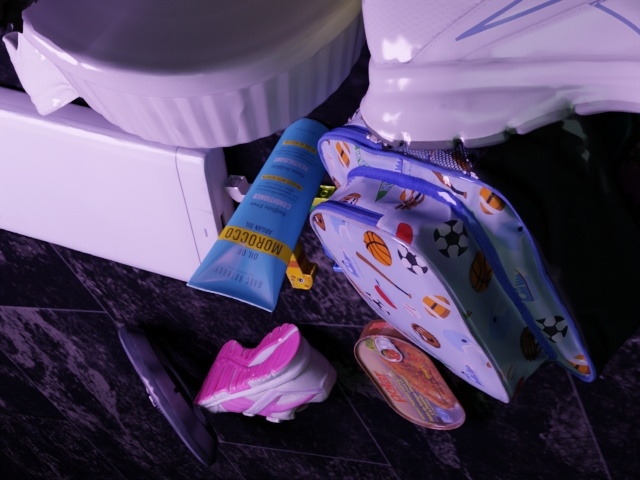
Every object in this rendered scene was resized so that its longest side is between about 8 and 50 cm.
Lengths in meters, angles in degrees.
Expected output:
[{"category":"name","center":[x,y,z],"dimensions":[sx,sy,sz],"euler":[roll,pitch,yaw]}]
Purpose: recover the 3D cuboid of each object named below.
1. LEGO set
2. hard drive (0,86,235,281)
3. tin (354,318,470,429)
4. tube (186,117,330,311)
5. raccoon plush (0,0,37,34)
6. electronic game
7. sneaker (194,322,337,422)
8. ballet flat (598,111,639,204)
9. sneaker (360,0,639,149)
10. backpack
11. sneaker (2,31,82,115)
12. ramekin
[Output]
[{"category":"LEGO set","center":[0.000,0.000,1.034],"dimensions":[0.227,0.087,0.093],"euler":[7,140,28]},{"category":"hard drive","center":[-0.267,-0.063,1.158],"dimensions":[0.352,0.047,0.233],"euler":[15,143,17]},{"category":"tin","center":[0.114,0.164,1.215],"dimensions":[0.106,0.040,0.190],"euler":[-7,133,33]},{"category":"tube","center":[-0.044,-0.025,0.924],"dimensions":[0.080,0.207,0.052],"euler":[14,144,14]},{"category":"raccoon plush","center":[-0.254,-0.260,0.567],"dimensions":[0.299,0.446,0.216],"euler":[38,158,27]},{"category":"electronic game","center":[-0.211,0.214,1.384],"dimensions":[0.229,0.048,0.229],"euler":[55,173,10]},{"category":"sneaker","center":[-0.075,0.194,1.316],"dimensions":[0.111,0.103,0.252],"euler":[40,147,-22]},{"category":"ballet flat","center":[0.265,-0.099,0.762],"dimensions":[0.079,0.077,0.221],"euler":[5,148,-2]},{"category":"sneaker","center":[0.140,-0.114,0.413],"dimensions":[0.297,0.111,0.129],"euler":[-3,111,27]},{"category":"backpack","center":[0.120,-0.018,0.805],"dimensions":[0.277,0.213,0.263],"euler":[61,169,-31]},{"category":"sneaker","center":[-0.213,-0.175,0.857],"dimensions":[0.212,0.080,0.094],"euler":[-15,116,46]},{"category":"ramekin","center":[-0.083,-0.189,0.705],"dimensions":[0.272,0.273,0.127],"euler":[17,156,13]}]
